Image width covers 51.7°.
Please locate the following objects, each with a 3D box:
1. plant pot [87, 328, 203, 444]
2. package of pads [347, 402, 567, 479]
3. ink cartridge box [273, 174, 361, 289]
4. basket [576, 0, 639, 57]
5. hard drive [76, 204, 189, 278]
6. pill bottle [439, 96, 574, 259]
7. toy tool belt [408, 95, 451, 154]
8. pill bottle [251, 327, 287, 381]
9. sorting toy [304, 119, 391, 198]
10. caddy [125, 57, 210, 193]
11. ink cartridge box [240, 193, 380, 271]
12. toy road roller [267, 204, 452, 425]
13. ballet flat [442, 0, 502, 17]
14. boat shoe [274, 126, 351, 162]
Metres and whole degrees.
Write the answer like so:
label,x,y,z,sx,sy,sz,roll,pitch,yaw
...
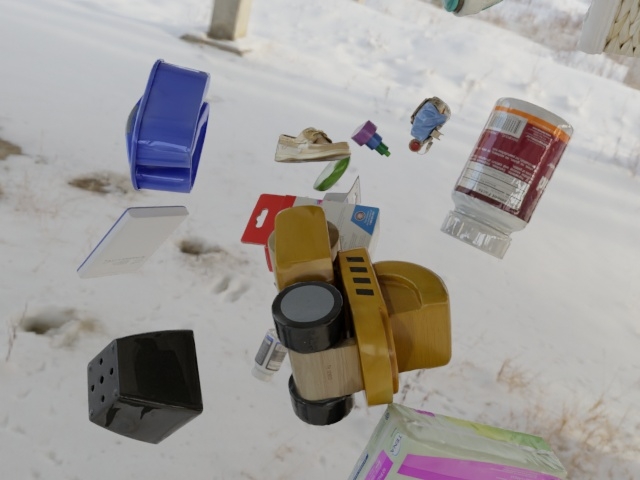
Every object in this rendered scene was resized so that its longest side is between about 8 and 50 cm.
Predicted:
label,x,y,z,sx,sy,sz,roll,pitch,yaw
plant pot,-0.368,0.290,1.345,0.167,0.187,0.188,19,45,-40
package of pads,0.184,0.378,0.969,0.296,0.229,0.101,18,18,-22
ink cartridge box,0.000,0.000,1.792,0.069,0.371,0.176,28,-17,15
basket,0.584,-0.471,1.008,0.266,0.331,0.328,17,41,16
hard drive,-0.560,0.005,1.971,0.210,0.319,0.040,-6,61,-52
pill bottle,0.491,-0.162,1.775,0.224,0.392,0.224,25,6,-3
toy tool belt,0.144,-0.155,0.902,0.052,0.083,0.051,31,20,1
pill bottle,-0.139,0.323,1.857,0.078,0.137,0.078,24,10,-5
sorting toy,0.051,-0.122,1.632,0.126,0.365,0.127,39,-8,-12
caddy,-0.376,-0.274,1.592,0.179,0.241,0.341,9,60,-5
ink cartridge box,-0.016,-0.005,1.218,0.231,0.078,0.134,9,51,13
toy road roller,0.056,0.096,0.980,0.241,0.202,0.329,-9,35,-2
ballet flat,0.242,-0.575,1.125,0.139,0.400,0.139,-11,-6,-1
boat shoe,-0.018,-0.163,1.120,0.170,0.059,0.063,4,5,44
